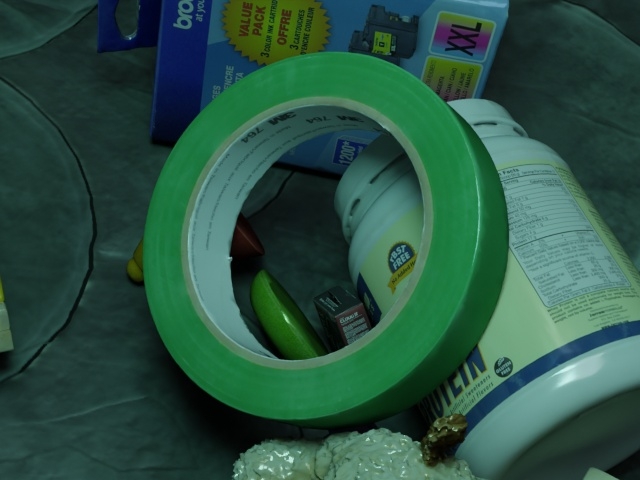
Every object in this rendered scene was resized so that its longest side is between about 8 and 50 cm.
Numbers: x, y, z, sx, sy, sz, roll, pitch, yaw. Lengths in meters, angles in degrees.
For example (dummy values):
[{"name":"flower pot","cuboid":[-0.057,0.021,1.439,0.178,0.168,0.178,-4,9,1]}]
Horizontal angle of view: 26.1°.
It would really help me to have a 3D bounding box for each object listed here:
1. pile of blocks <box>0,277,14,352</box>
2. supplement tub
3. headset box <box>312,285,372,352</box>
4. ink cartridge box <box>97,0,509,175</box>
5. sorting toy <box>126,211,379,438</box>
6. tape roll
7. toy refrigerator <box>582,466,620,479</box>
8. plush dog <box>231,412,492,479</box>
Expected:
[{"name":"pile of blocks","cuboid":[-0.379,-0.048,1.315,0.112,0.149,0.362,-11,57,-14]},{"name":"supplement tub","cuboid":[0.168,0.053,1.274,0.235,0.235,0.325,-16,58,-20]},{"name":"headset box","cuboid":[0.026,0.085,1.308,0.032,0.083,0.062,-26,23,-13]},{"name":"ink cartridge box","cuboid":[-0.025,-0.217,1.419,0.395,0.270,0.151,12,48,0]},{"name":"sorting toy","cuboid":[-0.076,0.093,1.311,0.126,0.127,0.366,-35,65,3]},{"name":"tape roll","cuboid":[0.000,0.000,1.191,0.321,0.077,0.321,-7,74,25]},{"name":"toy refrigerator","cuboid":[0.211,0.335,1.167,0.102,0.094,0.269,26,53,17]},{"name":"plush dog","cuboid":[0.038,0.265,1.086,0.262,0.211,0.225,31,50,-3]}]
